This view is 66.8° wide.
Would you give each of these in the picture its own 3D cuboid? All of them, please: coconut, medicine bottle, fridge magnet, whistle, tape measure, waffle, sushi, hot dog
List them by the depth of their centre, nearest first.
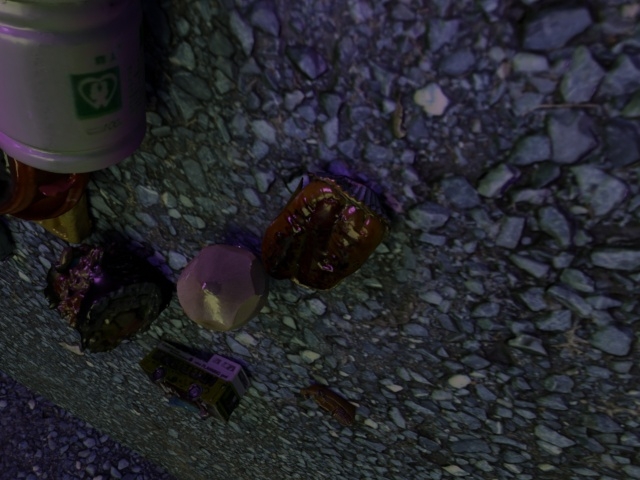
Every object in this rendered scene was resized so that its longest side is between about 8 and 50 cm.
[{"bbox_3d":[-0.332,-0.266,0.604,0.212,0.212,0.325,26,140,6],"label":"medicine bottle"},{"bbox_3d":[0.000,0.000,0.769,0.163,0.081,0.270,34,139,-5],"label":"hot dog"},{"bbox_3d":[-0.577,-0.192,0.856,0.364,0.155,0.363,11,124,17],"label":"fridge magnet"},{"bbox_3d":[-0.175,0.083,0.886,0.161,0.161,0.162,27,172,5],"label":"coconut"},{"bbox_3d":[-0.627,-0.108,1.057,0.274,0.057,0.168,30,140,1],"label":"waffle"},{"bbox_3d":[-0.487,0.111,1.088,0.219,0.225,0.238,30,99,21],"label":"sushi"},{"bbox_3d":[-0.882,-0.074,1.226,0.164,0.084,0.330,24,141,2],"label":"tape measure"},{"bbox_3d":[-0.359,0.473,1.465,0.269,0.093,0.180,-4,135,26],"label":"whistle"}]

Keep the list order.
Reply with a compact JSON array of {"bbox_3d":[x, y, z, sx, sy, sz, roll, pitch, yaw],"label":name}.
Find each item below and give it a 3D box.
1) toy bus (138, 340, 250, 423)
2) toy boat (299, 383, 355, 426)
[{"bbox_3d":[-0.344,0.368,1.310,0.302,0.139,0.113,14,137,31],"label":"toy bus"},{"bbox_3d":[0.019,0.395,1.176,0.149,0.049,0.047,32,140,-1],"label":"toy boat"}]
